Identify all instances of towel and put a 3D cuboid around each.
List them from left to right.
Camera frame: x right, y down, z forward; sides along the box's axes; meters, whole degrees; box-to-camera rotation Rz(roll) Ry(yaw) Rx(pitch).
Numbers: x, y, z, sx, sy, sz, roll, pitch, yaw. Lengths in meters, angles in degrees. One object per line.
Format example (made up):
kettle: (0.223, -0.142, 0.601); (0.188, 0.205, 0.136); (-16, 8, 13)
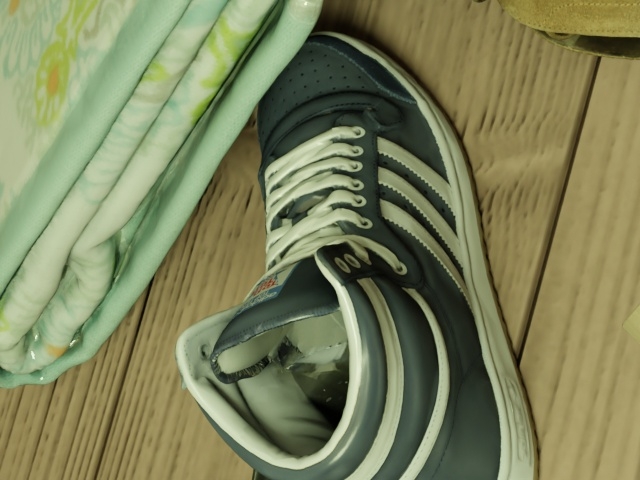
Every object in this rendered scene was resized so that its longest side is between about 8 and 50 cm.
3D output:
towel: (-0.125, -0.146, 0.988); (0.374, 0.090, 0.320); (-50, 43, 43)

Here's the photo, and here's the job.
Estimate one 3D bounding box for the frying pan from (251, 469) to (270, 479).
frying pan: (-0.018, 0.196, 0.870); (0.197, 0.053, 0.326); (25, 95, 42)

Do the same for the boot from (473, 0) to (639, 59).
boot: (0.081, -0.152, 0.867); (0.305, 0.112, 0.115); (12, 94, 40)

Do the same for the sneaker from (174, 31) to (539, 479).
sneaker: (0.000, 0.000, 0.844); (0.099, 0.153, 0.282); (-35, 56, 26)

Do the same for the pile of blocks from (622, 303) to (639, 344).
pile of blocks: (0.282, 0.070, 0.633); (0.362, 0.149, 0.113); (32, 54, 33)
